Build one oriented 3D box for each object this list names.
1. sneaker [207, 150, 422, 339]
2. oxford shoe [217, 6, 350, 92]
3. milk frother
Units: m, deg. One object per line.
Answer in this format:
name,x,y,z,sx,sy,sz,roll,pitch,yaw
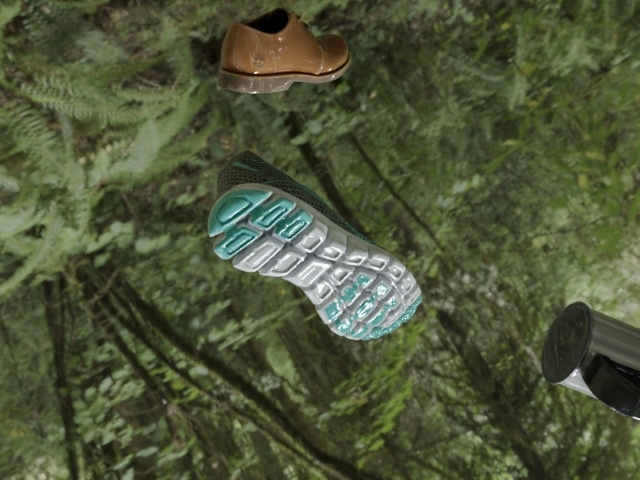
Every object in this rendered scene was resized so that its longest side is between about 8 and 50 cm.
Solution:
sneaker,0.000,0.000,0.455,0.065,0.076,0.166,-39,128,16
oxford shoe,-0.026,-0.206,0.779,0.212,0.076,0.076,-31,132,-56
milk frother,0.303,0.094,0.680,0.129,0.134,0.143,-142,-106,-83
